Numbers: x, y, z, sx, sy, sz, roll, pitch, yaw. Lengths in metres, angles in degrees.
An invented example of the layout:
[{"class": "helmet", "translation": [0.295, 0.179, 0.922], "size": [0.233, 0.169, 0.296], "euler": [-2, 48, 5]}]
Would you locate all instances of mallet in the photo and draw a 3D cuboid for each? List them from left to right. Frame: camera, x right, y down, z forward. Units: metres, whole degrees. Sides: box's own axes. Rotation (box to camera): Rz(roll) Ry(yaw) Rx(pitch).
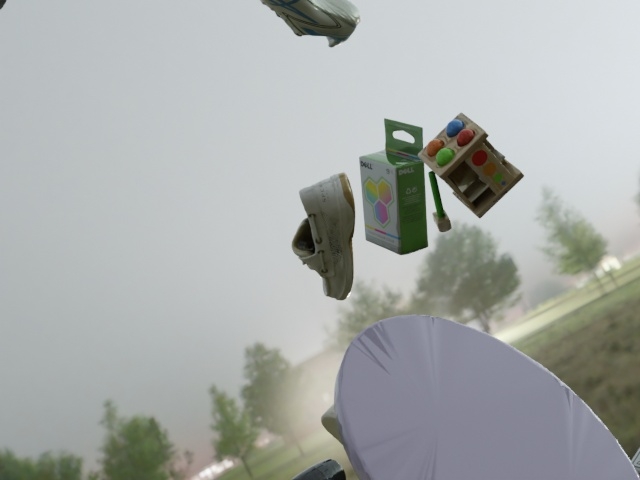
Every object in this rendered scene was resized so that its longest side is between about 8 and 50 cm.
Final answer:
[{"class": "mallet", "translation": [0.043, 0.270, 1.036], "size": [0.062, 0.039, 0.190], "euler": [-16, 21, -37]}]

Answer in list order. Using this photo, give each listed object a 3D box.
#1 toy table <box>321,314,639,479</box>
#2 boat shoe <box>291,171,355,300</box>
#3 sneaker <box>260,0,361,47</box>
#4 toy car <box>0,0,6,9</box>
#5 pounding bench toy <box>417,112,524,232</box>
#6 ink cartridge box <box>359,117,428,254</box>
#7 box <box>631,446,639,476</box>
[{"class": "toy table", "translation": [0.115, 0.200, 0.824], "size": [0.252, 0.274, 0.161], "euler": [-28, -21, -25]}, {"class": "boat shoe", "translation": [0.000, 0.000, 1.642], "size": [0.096, 0.098, 0.277], "euler": [-10, -40, -7]}, {"class": "sneaker", "translation": [-0.044, -0.361, 1.595], "size": [0.237, 0.085, 0.086], "euler": [19, -55, -35]}, {"class": "toy car", "translation": [-0.484, -0.298, 1.310], "size": [0.155, 0.149, 0.188], "euler": [-44, -17, 19]}, {"class": "pounding bench toy", "translation": [0.112, -0.054, 0.867], "size": [0.083, 0.065, 0.052], "euler": [-45, 30, 6]}, {"class": "ink cartridge box", "translation": [0.121, -0.091, 1.743], "size": [0.062, 0.209, 0.109], "euler": [-15, 22, -28]}, {"class": "box", "translation": [0.662, 0.431, 1.686], "size": [0.290, 0.169, 0.087], "euler": [8, 43, 44]}]
